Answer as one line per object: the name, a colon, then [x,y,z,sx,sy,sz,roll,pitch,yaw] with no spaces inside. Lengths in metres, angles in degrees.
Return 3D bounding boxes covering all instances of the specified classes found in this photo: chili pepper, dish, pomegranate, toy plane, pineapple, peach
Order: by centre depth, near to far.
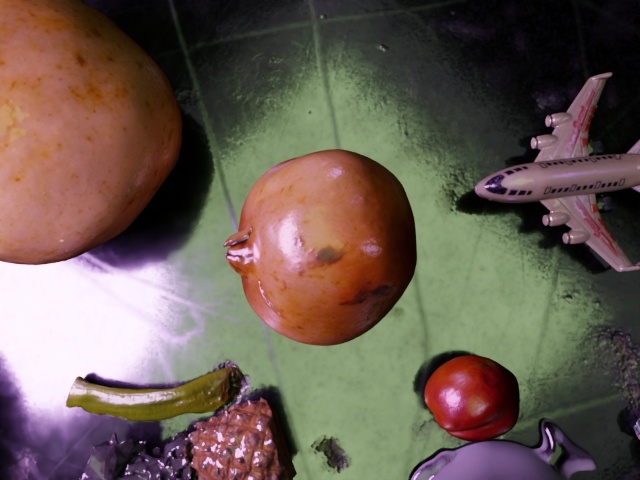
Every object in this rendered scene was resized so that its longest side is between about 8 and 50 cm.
pomegranate: [-0.293,-0.120,0.698,0.307,0.307,0.308,0,85,0]
pomegranate: [0.005,0.001,0.716,0.209,0.209,0.209,0,85,0]
pineapple: [-0.152,0.251,0.742,0.237,0.111,0.119,-18,66,3]
dish: [0.214,0.319,0.746,0.224,0.078,0.246,42,86,5]
peach: [0.173,0.175,0.753,0.100,0.101,0.101,0,85,0]
toy plane: [0.296,-0.073,0.774,0.244,0.092,0.229,-8,87,0]
chili pepper: [-0.194,0.182,0.778,0.201,0.050,0.052,-2,121,-2]

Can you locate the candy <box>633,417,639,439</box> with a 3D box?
candy: [0.413,0.284,0.765,0.053,0.046,0.182,-20,80,2]
